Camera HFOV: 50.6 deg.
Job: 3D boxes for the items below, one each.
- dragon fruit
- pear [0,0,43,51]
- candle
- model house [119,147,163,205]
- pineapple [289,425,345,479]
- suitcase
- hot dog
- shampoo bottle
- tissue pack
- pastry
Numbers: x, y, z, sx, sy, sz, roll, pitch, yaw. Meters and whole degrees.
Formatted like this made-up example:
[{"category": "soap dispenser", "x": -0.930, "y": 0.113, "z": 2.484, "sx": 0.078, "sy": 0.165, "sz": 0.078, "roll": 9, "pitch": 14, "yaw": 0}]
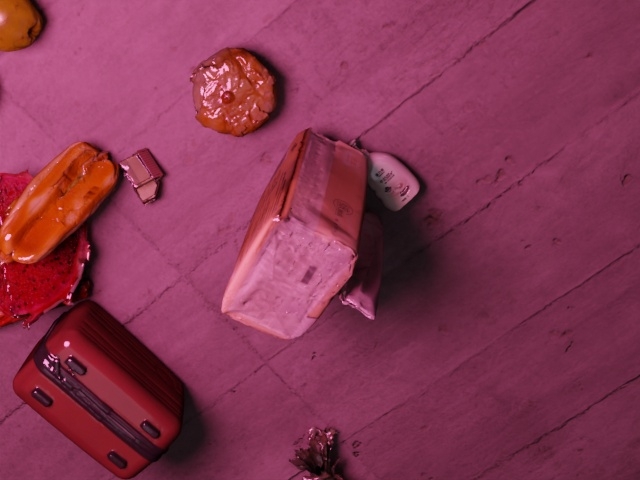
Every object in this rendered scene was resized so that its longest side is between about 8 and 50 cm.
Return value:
[{"category": "dragon fruit", "x": -0.508, "y": 0.017, "z": 1.210, "sx": 0.126, "sy": 0.161, "sz": 0.274, "roll": -8, "pitch": 88, "yaw": 47}, {"category": "pear", "x": -0.518, "y": -0.362, "z": 1.088, "sx": 0.131, "sy": 0.107, "sz": 0.107, "roll": 20, "pitch": 109, "yaw": -8}, {"category": "candle", "x": -0.575, "y": 0.123, "z": 1.287, "sx": 0.301, "sy": 0.059, "sz": 0.084, "roll": -25, "pitch": 92, "yaw": 7}, {"category": "model house", "x": -0.314, "y": -0.114, "z": 1.210, "sx": 0.058, "sy": 0.057, "sz": 0.083, "roll": -34, "pitch": 88, "yaw": -16}, {"category": "pineapple", "x": 0.031, "y": 0.565, "z": 1.417, "sx": 0.175, "sy": 0.175, "sz": 0.361, "roll": -17, "pitch": 96, "yaw": 5}, {"category": "suitcase", "x": -0.398, "y": 0.271, "z": 1.254, "sx": 0.161, "sy": 0.236, "sz": 0.297, "roll": -44, "pitch": 105, "yaw": 2}, {"category": "hot dog", "x": -0.445, "y": -0.062, "z": 1.139, "sx": 0.109, "sy": 0.072, "sz": 0.269, "roll": 42, "pitch": 63, "yaw": -14}, {"category": "shampoo bottle", "x": 0.106, "y": -0.127, "z": 1.210, "sx": 0.077, "sy": 0.045, "sz": 0.152, "roll": -42, "pitch": 104, "yaw": 15}, {"category": "tissue pack", "x": 0.000, "y": 0.000, "z": 1.097, "sx": 0.238, "sy": 0.305, "sz": 0.239, "roll": 3, "pitch": 123, "yaw": 5}, {"category": "pastry", "x": -0.145, "y": -0.249, "z": 1.144, "sx": 0.153, "sy": 0.081, "sz": 0.153, "roll": -4, "pitch": 110, "yaw": -10}]
